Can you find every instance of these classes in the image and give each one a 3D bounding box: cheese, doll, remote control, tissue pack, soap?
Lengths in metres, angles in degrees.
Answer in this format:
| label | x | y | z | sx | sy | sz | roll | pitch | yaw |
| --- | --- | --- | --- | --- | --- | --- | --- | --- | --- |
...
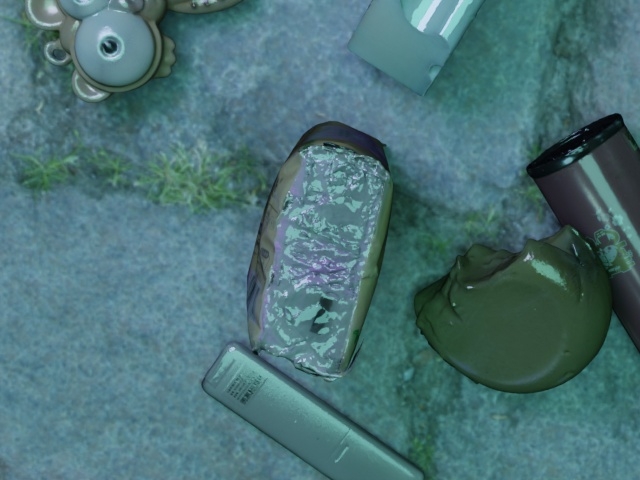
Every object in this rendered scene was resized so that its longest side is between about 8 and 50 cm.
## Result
| label | x | y | z | sx | sy | sz | roll | pitch | yaw |
| --- | --- | --- | --- | --- | --- | --- | --- | --- | --- |
| cheese | 0.208 | 0.064 | 1.346 | 0.175 | 0.091 | 0.202 | 38 | 134 | -3 |
| doll | -0.164 | -0.263 | 1.342 | 0.278 | 0.119 | 0.154 | -44 | 98 | 3 |
| remote control | -0.008 | 0.204 | 1.445 | 0.261 | 0.029 | 0.067 | 35 | 98 | -5 |
| tissue pack | 0.000 | 0.000 | 1.298 | 0.123 | 0.256 | 0.215 | 13 | 100 | -3 |
| soap | 0.137 | -0.286 | 1.295 | 0.095 | 0.173 | 0.289 | 32 | 99 | -1 |

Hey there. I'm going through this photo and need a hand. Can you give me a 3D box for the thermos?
| label | x | y | z | sx | sy | sz | roll | pitch | yaw |
| --- | --- | --- | --- | --- | --- | --- | --- | --- | --- |
| thermos | 0.353 | 0.032 | 1.359 | 0.136 | 0.109 | 0.330 | -31 | 96 | 15 |
